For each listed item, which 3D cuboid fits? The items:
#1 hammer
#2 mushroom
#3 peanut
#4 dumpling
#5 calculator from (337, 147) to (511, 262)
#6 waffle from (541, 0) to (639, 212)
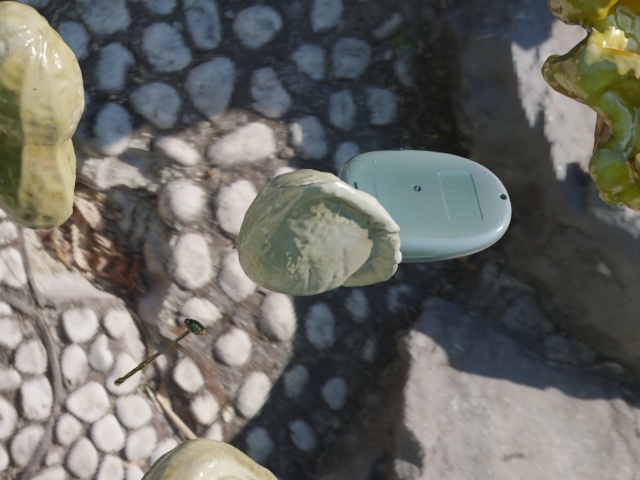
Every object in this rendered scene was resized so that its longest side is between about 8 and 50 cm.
[{"bbox_3d":[-0.175,0.122,1.271,0.123,0.014,0.029,-37,124,17],"label":"hammer"},{"bbox_3d":[-0.137,0.403,1.683,0.260,0.234,0.254,-31,102,-47],"label":"mushroom"},{"bbox_3d":[-0.331,-0.133,1.341,0.130,0.130,0.290,-8,134,-18],"label":"peanut"},{"bbox_3d":[0.002,-0.002,1.202,0.166,0.126,0.216,17,131,-14],"label":"dumpling"},{"bbox_3d":[0.124,-0.052,1.672,0.298,0.041,0.186,0,56,-11],"label":"calculator"},{"bbox_3d":[0.180,-0.075,0.499,0.210,0.055,0.161,18,82,-22],"label":"waffle"}]
